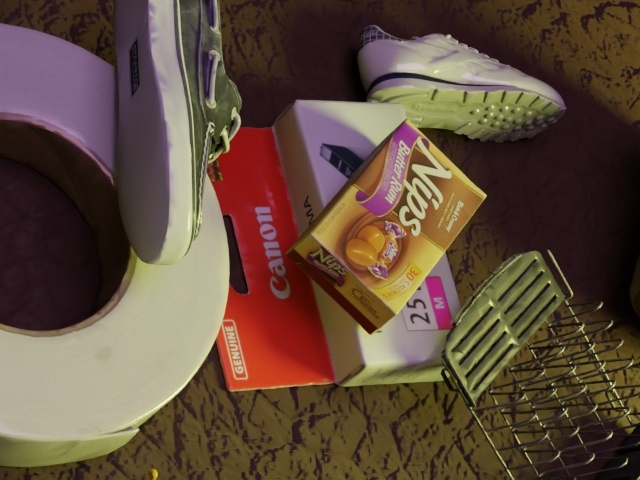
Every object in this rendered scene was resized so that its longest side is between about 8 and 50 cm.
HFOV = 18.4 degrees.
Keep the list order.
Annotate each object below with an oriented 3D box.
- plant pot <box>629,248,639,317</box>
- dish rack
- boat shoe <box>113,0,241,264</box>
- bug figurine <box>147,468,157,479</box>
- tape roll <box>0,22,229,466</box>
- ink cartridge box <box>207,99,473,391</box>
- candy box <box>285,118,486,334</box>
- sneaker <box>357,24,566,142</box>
[{"bbox_3d":[0.434,0.002,2.002,0.263,0.263,0.229,38,68,-9],"label":"plant pot"},{"bbox_3d":[0.230,0.148,1.850,0.208,0.074,0.271,-44,110,-41],"label":"dish rack"},{"bbox_3d":[-0.116,-0.111,1.705,0.102,0.108,0.301,10,53,-26],"label":"boat shoe"},{"bbox_3d":[-0.054,0.306,1.624,0.279,0.072,0.216,12,65,-32],"label":"bug figurine"},{"bbox_3d":[-0.261,0.000,1.661,0.392,0.072,0.392,15,59,-26],"label":"tape roll"},{"bbox_3d":[0.000,0.000,1.833,0.239,0.060,0.275,-1,66,-34],"label":"ink cartridge box"},{"bbox_3d":[0.063,-0.014,1.808,0.109,0.053,0.186,44,51,-4],"label":"candy box"},{"bbox_3d":[0.146,-0.163,1.999,0.235,0.090,0.095,9,51,-29],"label":"sneaker"}]
